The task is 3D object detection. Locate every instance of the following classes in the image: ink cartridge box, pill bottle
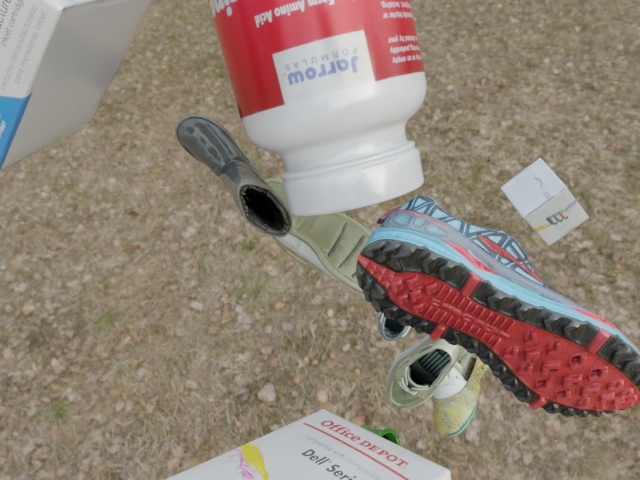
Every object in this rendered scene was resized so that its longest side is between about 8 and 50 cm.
[{"bbox_3d":[-0.014,0.278,0.540,0.354,0.119,0.207,-12,10,-36],"label":"ink cartridge box"},{"bbox_3d":[0.580,-0.099,1.444,0.127,0.176,0.128,-39,44,18],"label":"ink cartridge box"},{"bbox_3d":[-0.005,-0.246,0.658,0.229,0.407,0.229,-14,12,3],"label":"pill bottle"},{"bbox_3d":[-0.307,-0.212,0.479,0.233,0.171,0.168,36,29,-9],"label":"ink cartridge box"}]

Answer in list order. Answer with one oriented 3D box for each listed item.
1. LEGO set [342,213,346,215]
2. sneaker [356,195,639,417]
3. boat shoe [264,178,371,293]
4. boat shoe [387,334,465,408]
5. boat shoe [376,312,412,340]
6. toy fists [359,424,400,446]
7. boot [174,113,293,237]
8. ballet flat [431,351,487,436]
[{"bbox_3d":[0.051,-0.061,1.432,0.023,0.054,0.083,-34,11,32],"label":"LEGO set"},{"bbox_3d":[0.165,0.043,0.471,0.262,0.104,0.125,32,43,-1],"label":"sneaker"},{"bbox_3d":[0.000,0.000,1.063,0.302,0.103,0.113,39,68,5],"label":"boat shoe"},{"bbox_3d":[0.206,0.271,1.163,0.109,0.302,0.094,40,44,16],"label":"boat shoe"},{"bbox_3d":[0.245,0.115,1.360,0.116,0.319,0.099,34,12,5],"label":"boat shoe"},{"bbox_3d":[0.060,0.507,1.291,0.142,0.096,0.279,-23,-5,37],"label":"toy fists"},{"bbox_3d":[-0.133,-0.099,0.826,0.076,0.190,0.208,-48,25,12],"label":"boot"},{"bbox_3d":[0.344,0.341,1.399,0.123,0.123,0.348,17,32,24],"label":"ballet flat"}]
